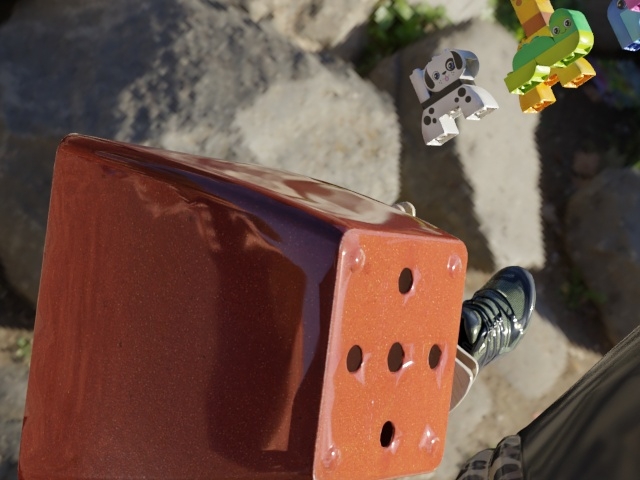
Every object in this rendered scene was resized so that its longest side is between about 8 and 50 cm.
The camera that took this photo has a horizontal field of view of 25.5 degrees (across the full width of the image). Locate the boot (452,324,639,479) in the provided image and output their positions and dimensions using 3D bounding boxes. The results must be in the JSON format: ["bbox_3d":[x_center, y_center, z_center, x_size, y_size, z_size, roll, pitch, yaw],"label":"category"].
[{"bbox_3d":[0.195,0.054,0.584,0.138,0.284,0.377,47,17,6],"label":"boot"}]

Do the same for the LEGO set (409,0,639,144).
[{"bbox_3d":[0.161,-0.160,0.983,0.087,0.227,0.093,-2,66,-50],"label":"LEGO set"}]

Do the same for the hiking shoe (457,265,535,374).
[{"bbox_3d":[0.202,0.111,1.791,0.086,0.114,0.227,32,68,19],"label":"hiking shoe"}]

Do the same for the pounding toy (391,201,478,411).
[{"bbox_3d":[0.067,0.101,1.354,0.155,0.154,0.270,-18,105,-78],"label":"pounding toy"}]

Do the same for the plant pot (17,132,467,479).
[{"bbox_3d":[-0.039,0.071,1.079,0.267,0.235,0.267,6,91,-55],"label":"plant pot"}]
